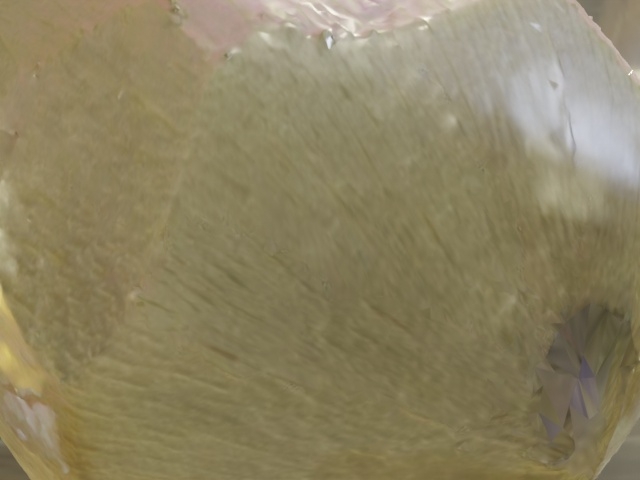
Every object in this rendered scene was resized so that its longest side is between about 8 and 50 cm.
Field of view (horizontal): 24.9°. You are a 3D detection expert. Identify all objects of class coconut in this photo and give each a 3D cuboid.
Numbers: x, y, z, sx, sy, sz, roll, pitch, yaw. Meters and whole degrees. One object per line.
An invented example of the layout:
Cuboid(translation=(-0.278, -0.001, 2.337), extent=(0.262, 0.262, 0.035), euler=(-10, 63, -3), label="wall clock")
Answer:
Cuboid(translation=(-0.002, 0.001, 0.433), extent=(0.227, 0.227, 0.230), euler=(22, 7, -36), label="coconut")
